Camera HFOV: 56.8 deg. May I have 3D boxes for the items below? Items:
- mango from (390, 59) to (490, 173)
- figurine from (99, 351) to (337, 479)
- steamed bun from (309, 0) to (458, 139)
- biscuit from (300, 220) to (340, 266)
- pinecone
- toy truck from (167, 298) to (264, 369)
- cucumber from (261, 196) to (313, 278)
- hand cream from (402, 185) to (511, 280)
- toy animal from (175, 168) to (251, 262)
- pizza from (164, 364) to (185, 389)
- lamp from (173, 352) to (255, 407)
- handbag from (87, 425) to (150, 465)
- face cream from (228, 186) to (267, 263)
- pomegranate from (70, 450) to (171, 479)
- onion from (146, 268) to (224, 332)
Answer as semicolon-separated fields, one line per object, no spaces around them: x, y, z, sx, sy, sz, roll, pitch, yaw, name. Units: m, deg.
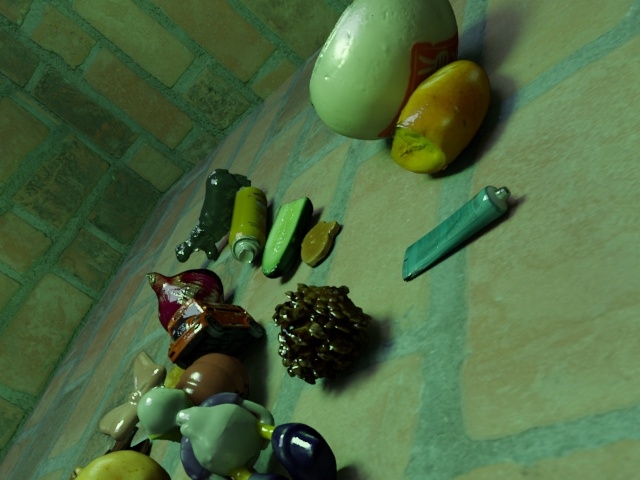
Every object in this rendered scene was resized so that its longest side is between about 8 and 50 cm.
0.240;-0.250;1.121;0.257;0.138;0.187;-54;1;-18;mango
-0.169;0.292;0.880;0.420;0.193;0.154;3;59;47;figurine
0.157;-0.376;1.289;0.374;0.241;0.374;-47;-10;-11;steamed bun
0.001;0.001;1.341;0.118;0.023;0.140;-42;23;21;biscuit
-0.002;0.149;0.952;0.173;0.173;0.174;-42;24;23;pinecone
-0.224;0.188;1.216;0.107;0.114;0.252;-47;-23;8;toy truck
-0.079;0.002;1.443;0.115;0.063;0.244;-23;35;41;cucumber
0.210;-0.015;0.940;0.224;0.048;0.083;-41;23;40;hand cream
-0.339;-0.065;1.939;0.343;0.168;0.106;-65;23;3;toy animal
-0.353;0.358;1.462;0.181;0.034;0.262;-57;23;-14;pizza
-0.197;0.300;1.098;0.182;0.140;0.182;18;-90;-73;lamp
-0.516;0.571;1.315;0.260;0.084;0.275;-44;9;14;handbag
-0.207;-0.040;1.707;0.105;0.105;0.349;-44;23;19;face cream
-0.364;0.482;1.068;0.209;0.209;0.209;-42;24;23;pomegranate
-0.369;0.157;1.562;0.195;0.218;0.140;-41;25;28;onion
